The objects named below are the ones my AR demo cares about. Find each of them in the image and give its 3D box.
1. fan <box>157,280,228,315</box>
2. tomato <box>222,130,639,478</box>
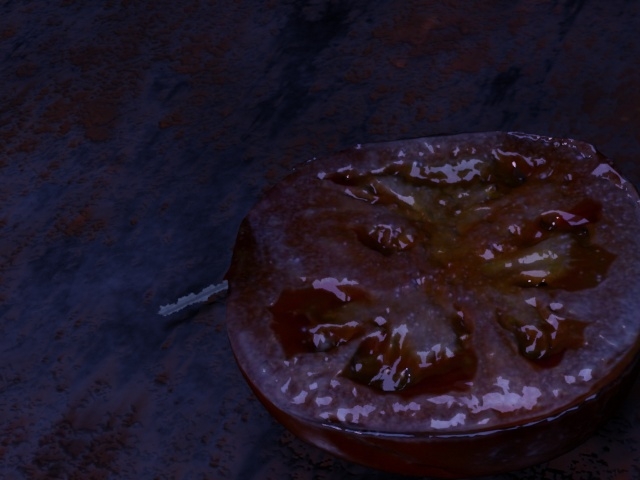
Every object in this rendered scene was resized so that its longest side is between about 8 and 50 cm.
[{"bbox_3d":[0.000,0.001,1.352,0.329,0.009,0.191,-27,41,-21],"label":"fan"},{"bbox_3d":[0.093,0.068,1.137,0.338,0.144,0.338,-7,43,6],"label":"tomato"}]
